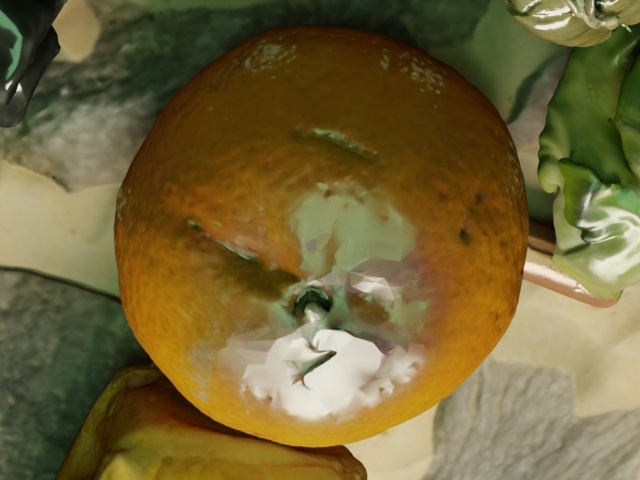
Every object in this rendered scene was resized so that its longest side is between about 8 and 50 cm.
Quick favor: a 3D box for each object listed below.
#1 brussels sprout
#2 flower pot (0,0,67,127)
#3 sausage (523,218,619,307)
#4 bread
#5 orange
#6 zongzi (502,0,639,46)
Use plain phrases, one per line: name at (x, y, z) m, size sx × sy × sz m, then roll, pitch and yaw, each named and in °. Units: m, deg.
brussels sprout at (0.190, -0.051, 0.880) m, size 0.139 × 0.100 × 0.181 m, roll 22°, pitch 91°, yaw -27°
flower pot at (-0.209, -0.191, 0.708) m, size 0.282 × 0.299 × 0.299 m, roll 34°, pitch 110°, yaw -7°
sausage at (0.134, 0.012, 0.941) m, size 0.083 × 0.034 × 0.034 m, roll 20°, pitch 113°, yaw -8°
bread at (-0.096, 0.221, 0.975) m, size 0.166 × 0.132 × 0.294 m, roll 21°, pitch 112°, yaw -18°
orange at (0.000, 0.000, 0.863) m, size 0.224 × 0.170 × 0.224 m, roll -1°, pitch 115°, yaw -1°
zongzi at (0.066, -0.183, 0.812) m, size 0.197 × 0.099 × 0.195 m, roll -10°, pitch 90°, yaw 13°
